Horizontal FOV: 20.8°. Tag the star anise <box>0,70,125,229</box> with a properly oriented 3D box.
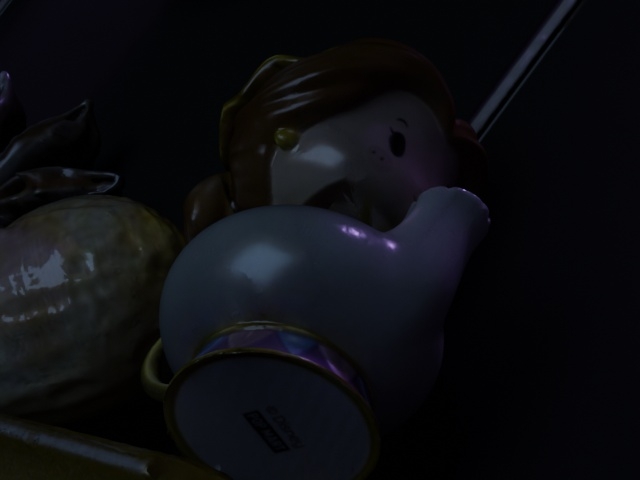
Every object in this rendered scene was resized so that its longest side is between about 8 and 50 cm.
[{"bbox_3d":[-0.221,-0.014,1.121,0.209,0.089,0.231,-33,49,0],"label":"star anise"}]

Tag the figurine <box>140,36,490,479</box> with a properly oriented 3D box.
[{"bbox_3d":[0.000,0.000,0.869,0.190,0.142,0.263,-14,37,24],"label":"figurine"}]

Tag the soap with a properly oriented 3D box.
[{"bbox_3d":[-0.094,0.149,0.838,0.257,0.160,0.080,8,67,44],"label":"soap"}]

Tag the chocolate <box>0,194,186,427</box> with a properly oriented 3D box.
[{"bbox_3d":[-0.203,0.064,0.983,0.309,0.134,0.134,-24,47,21],"label":"chocolate"}]
